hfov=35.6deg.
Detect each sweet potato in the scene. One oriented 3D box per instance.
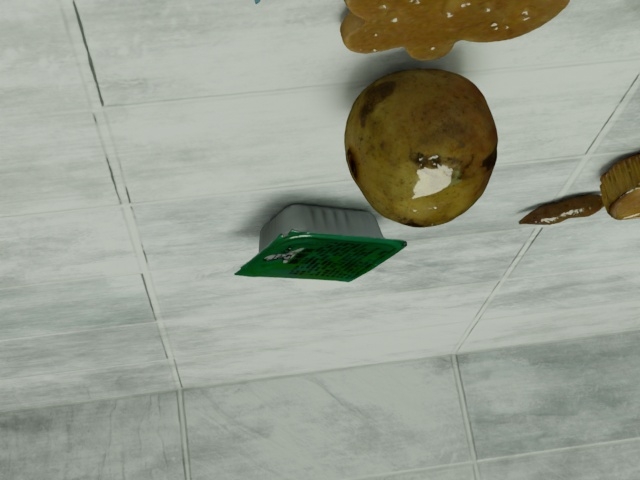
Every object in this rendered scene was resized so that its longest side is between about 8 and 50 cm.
[{"bbox_3d":[0.583,-0.072,2.391,0.218,0.051,0.065,-13,161,10],"label":"sweet potato"}]

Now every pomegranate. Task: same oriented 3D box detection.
[{"bbox_3d":[0.169,-0.164,1.714,0.281,0.281,0.281,-8,159,-3],"label":"pomegranate"}]

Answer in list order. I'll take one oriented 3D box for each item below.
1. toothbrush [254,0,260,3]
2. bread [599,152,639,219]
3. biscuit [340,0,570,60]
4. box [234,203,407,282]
[{"bbox_3d":[-0.065,-0.391,1.372,0.013,0.019,0.193,0,155,-20],"label":"toothbrush"},{"bbox_3d":[0.728,-0.128,2.243,0.199,0.104,0.199,-9,154,-4],"label":"bread"},{"bbox_3d":[0.203,-0.366,1.497,0.355,0.052,0.275,-10,159,0],"label":"biscuit"},{"bbox_3d":[0.000,0.000,2.268,0.337,0.106,0.264,6,154,-31],"label":"box"}]
